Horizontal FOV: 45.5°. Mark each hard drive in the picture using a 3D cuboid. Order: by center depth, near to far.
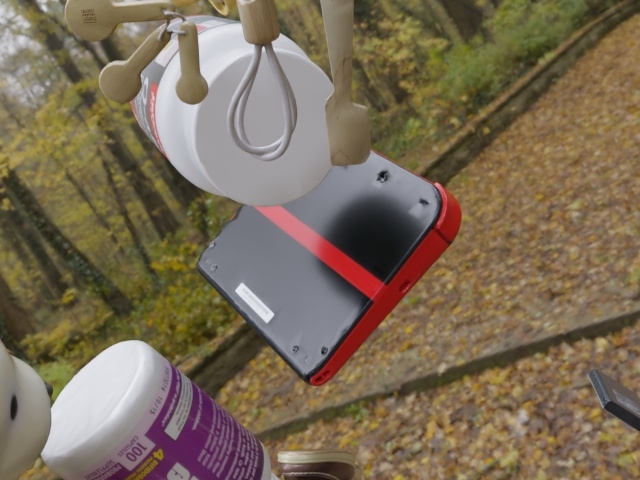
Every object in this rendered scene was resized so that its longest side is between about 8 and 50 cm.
[{"bbox_3d":[0.514,0.275,1.304,0.022,0.094,0.135,-59,-1,17],"label":"hard drive"}]

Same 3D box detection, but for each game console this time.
[{"bbox_3d":[0.000,0.000,1.191,0.342,0.060,0.386,-51,43,-2],"label":"game console"}]

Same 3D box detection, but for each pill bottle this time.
[{"bbox_3d":[-0.166,0.270,0.907,0.169,0.301,0.169,-31,30,20],"label":"pill bottle"},{"bbox_3d":[-0.117,-0.172,0.969,0.210,0.210,0.363,-32,26,-9],"label":"pill bottle"}]

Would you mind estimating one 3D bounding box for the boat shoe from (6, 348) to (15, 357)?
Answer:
[{"bbox_3d":[-0.592,0.318,1.350,0.120,0.324,0.122,13,25,19],"label":"boat shoe"}]

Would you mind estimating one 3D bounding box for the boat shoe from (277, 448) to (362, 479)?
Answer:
[{"bbox_3d":[0.007,0.457,1.388,0.123,0.123,0.342,-4,-26,12],"label":"boat shoe"}]

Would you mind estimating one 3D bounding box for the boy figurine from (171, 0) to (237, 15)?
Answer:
[{"bbox_3d":[-0.269,-0.473,1.371,0.177,0.285,0.092,97,-169,-71],"label":"boy figurine"}]

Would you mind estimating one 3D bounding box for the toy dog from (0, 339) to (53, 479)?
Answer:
[{"bbox_3d":[-0.428,0.233,0.718,0.408,0.395,0.284,-49,38,13],"label":"toy dog"}]

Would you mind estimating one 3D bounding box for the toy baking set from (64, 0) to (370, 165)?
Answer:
[{"bbox_3d":[-0.057,-0.161,0.528,0.030,0.256,0.197,-83,19,-60],"label":"toy baking set"}]
